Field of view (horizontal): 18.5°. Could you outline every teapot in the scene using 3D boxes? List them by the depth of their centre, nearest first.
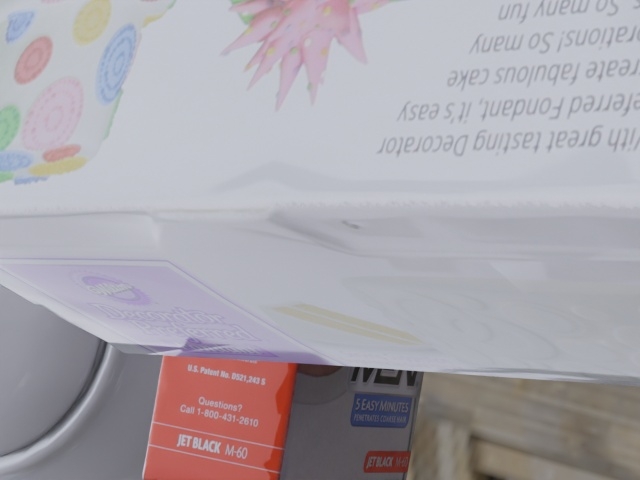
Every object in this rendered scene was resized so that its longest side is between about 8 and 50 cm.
[{"bbox_3d":[-0.122,0.025,0.878,0.187,0.252,0.256,7,-72,-66],"label":"teapot"}]

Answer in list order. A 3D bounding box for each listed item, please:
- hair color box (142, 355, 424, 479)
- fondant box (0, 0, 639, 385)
[{"bbox_3d":[0.000,0.000,0.635,0.093,0.053,0.167,11,-93,-61],"label":"hair color box"},{"bbox_3d":[0.050,-0.134,0.486,0.096,0.238,0.330,36,-115,-41],"label":"fondant box"}]
